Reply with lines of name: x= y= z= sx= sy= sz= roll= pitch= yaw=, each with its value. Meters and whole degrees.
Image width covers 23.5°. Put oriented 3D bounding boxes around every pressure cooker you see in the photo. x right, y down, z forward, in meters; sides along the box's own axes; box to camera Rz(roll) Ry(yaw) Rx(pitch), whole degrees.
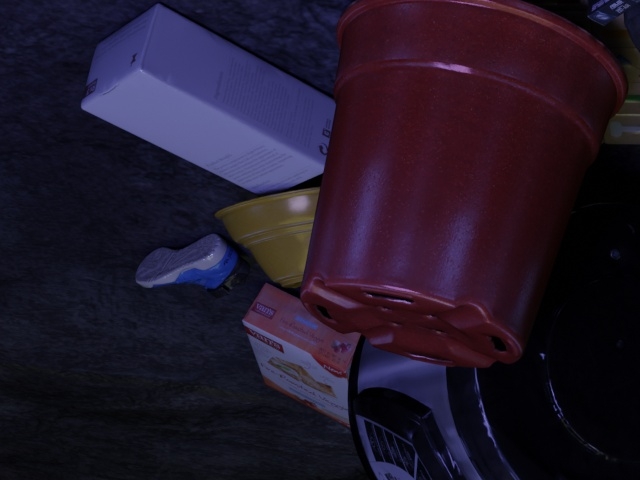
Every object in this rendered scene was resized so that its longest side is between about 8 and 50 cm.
pressure cooker: x=0.233 y=0.168 z=1.662 sx=0.376 sy=0.369 sz=0.420 roll=16 pitch=164 yaw=-16

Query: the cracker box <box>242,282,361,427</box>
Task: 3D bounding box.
cracker box: x=-0.009 y=0.159 z=2.042 sx=0.156 sy=0.067 sz=0.232 roll=25 pitch=158 yaw=18

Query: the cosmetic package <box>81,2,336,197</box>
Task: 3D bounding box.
cosmetic package: x=-0.104 y=-0.132 z=1.509 sx=0.231 sy=0.085 sz=0.117 roll=28 pitch=149 yaw=-31

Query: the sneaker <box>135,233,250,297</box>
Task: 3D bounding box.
sneaker: x=-0.155 y=0.043 z=1.914 sx=0.152 sy=0.058 sz=0.084 roll=-20 pitch=134 yaw=35

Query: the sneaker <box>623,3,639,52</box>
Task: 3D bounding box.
sneaker: x=0.342 y=-0.113 z=1.318 sx=0.229 sy=0.132 sz=0.086 roll=29 pitch=148 yaw=-35

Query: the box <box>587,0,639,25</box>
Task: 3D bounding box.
box: x=0.249 y=-0.219 z=1.230 sx=0.018 sy=0.067 sz=0.083 roll=22 pitch=152 yaw=-24

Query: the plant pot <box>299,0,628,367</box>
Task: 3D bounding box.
plant pot: x=0.112 y=-0.042 z=1.365 sx=0.272 sy=0.265 sz=0.272 roll=14 pitch=162 yaw=5

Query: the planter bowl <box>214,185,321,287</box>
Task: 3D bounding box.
planter bowl: x=0.000 y=0.000 z=1.642 sx=0.217 sy=0.090 sz=0.217 roll=-8 pitch=175 yaw=-1

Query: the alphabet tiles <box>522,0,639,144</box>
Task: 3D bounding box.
alphabet tiles: x=0.307 y=-0.161 z=1.395 sx=0.343 sy=0.011 sz=0.285 roll=2 pitch=154 yaw=14
